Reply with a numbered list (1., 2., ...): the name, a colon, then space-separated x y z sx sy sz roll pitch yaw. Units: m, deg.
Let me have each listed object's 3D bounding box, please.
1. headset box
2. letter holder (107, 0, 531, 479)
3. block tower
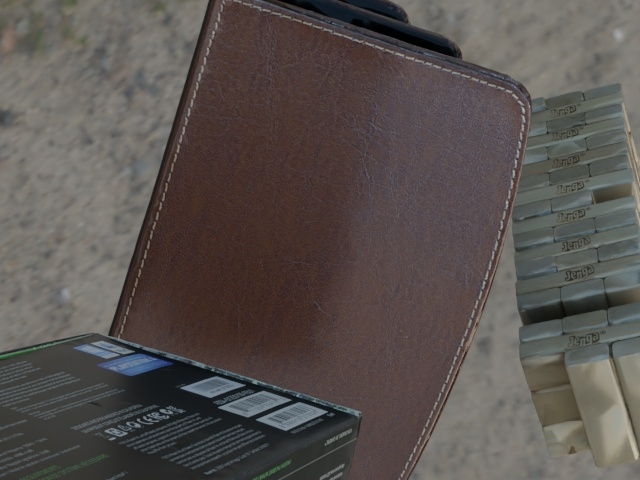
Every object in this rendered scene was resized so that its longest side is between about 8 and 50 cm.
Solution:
1. headset box: -0.109 0.196 0.662 0.246 0.131 0.283 -12 116 -70
2. letter holder: 0.000 0.000 1.157 0.214 0.152 0.302 18 106 0
3. block tower: 0.188 0.011 1.267 0.335 0.091 0.097 -84 158 -55
